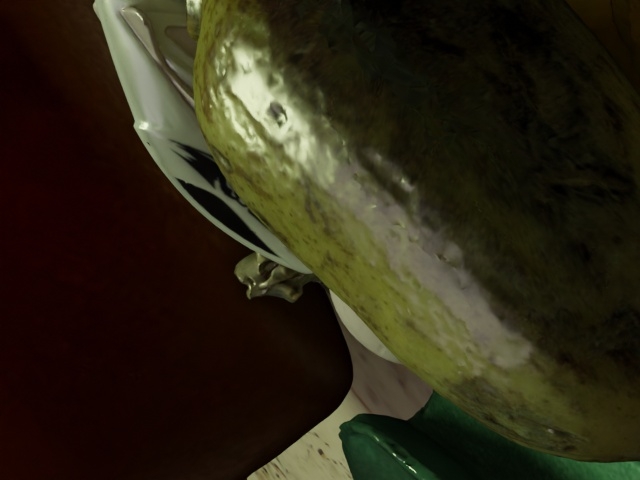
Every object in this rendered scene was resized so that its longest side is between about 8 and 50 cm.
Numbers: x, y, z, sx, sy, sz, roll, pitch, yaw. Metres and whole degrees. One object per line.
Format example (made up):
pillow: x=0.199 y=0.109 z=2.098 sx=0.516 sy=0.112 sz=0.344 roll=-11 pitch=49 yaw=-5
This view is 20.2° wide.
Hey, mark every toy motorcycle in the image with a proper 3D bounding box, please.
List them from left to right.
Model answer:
toy motorcycle: x=-0.014 y=-0.053 z=0.640 sx=0.112 sy=0.112 sz=0.254 roll=21 pitch=143 yaw=61

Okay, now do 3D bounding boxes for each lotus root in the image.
lotus root: x=0.031 y=-0.022 z=0.435 sx=0.179 sy=0.089 sz=0.080 roll=46 pitch=177 yaw=24

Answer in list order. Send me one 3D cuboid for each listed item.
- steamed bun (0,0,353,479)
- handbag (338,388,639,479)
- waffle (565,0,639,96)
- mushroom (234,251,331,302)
steamed bun: x=-0.171 y=-0.028 z=0.845 sx=0.379 sy=0.235 sz=0.248 roll=54 pitch=-174 yaw=19
handbag: x=0.145 y=0.190 z=0.716 sx=0.326 sy=0.089 sz=0.238 roll=37 pitch=157 yaw=46
waffle: x=0.116 y=-0.002 z=0.483 sx=0.280 sy=0.060 sz=0.262 roll=57 pitch=166 yaw=-3
mushroom: x=0.000 y=0.000 z=0.750 sx=0.085 sy=0.079 sz=0.085 roll=42 pitch=158 yaw=21
